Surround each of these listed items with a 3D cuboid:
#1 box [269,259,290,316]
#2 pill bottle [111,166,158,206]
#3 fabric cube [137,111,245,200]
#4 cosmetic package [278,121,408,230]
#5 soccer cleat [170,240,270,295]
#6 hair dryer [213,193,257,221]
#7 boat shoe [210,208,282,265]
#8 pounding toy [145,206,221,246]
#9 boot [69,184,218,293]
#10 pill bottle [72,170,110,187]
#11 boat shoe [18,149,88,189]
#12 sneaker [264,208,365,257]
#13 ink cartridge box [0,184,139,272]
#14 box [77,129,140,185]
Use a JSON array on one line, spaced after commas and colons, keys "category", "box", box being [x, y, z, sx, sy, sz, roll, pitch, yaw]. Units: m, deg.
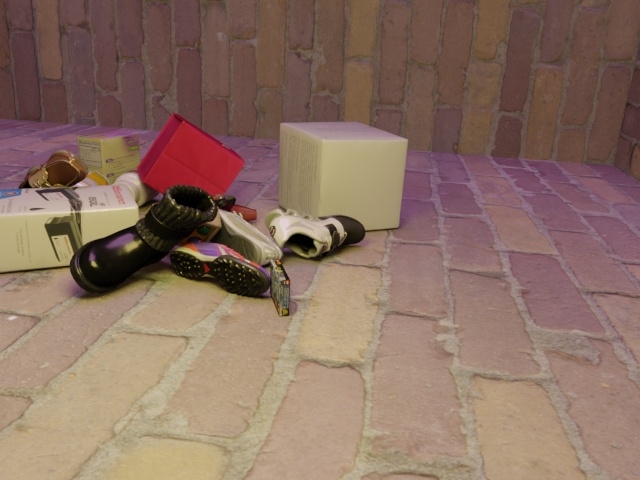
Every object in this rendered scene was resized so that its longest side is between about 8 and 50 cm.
[{"category": "box", "box": [-0.100, 0.114, 1.444, 0.027, 0.094, 0.137, -2, 20, -14]}, {"category": "pill bottle", "box": [-0.685, -0.191, 2.177, 0.131, 0.131, 0.229, 5, 19, 6]}, {"category": "fabric cube", "box": [-0.465, -0.269, 2.103, 0.258, 0.259, 0.254, 33, 5, -27]}, {"category": "cosmetic package", "box": [0.064, -0.240, 2.136, 0.327, 0.330, 0.393, -5, 21, -24]}, {"category": "soccer cleat", "box": [-0.247, 0.058, 1.547, 0.318, 0.109, 0.116, 11, 33, 31]}, {"category": "hair dryer", "box": [-0.317, -0.093, 1.956, 0.223, 0.080, 0.293, -1, -4, 32]}, {"category": "boat shoe", "box": [-0.240, -0.011, 1.765, 0.103, 0.118, 0.320, -5, 24, -40]}, {"category": "pounding toy", "box": [-0.424, -0.027, 1.734, 0.181, 0.206, 0.094, 16, 44, -38]}, {"category": "boot", "box": [-0.439, -0.015, 1.489, 0.260, 0.131, 0.348, -32, 5, 31]}, {"category": "pill bottle", "box": [-0.822, -0.149, 2.027, 0.136, 0.137, 0.246, 2, 19, -2]}, {"category": "boat shoe", "box": [-0.837, -0.184, 1.838, 0.324, 0.123, 0.116, -16, 38, 42]}, {"category": "sneaker", "box": [0.000, 0.000, 1.787, 0.330, 0.123, 0.146, 4, 41, -27]}, {"category": "ink cartridge box", "box": [-0.736, -0.046, 1.697, 0.394, 0.166, 0.285, -5, 20, -24]}, {"category": "box", "box": [-0.807, -0.290, 2.278, 0.117, 0.243, 0.213, 11, 21, 20]}]
